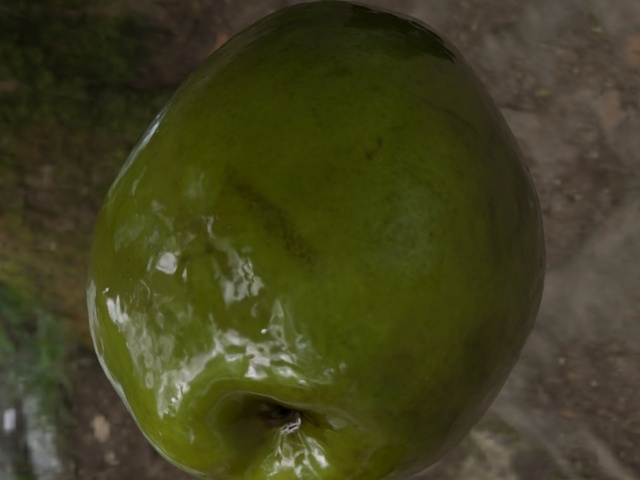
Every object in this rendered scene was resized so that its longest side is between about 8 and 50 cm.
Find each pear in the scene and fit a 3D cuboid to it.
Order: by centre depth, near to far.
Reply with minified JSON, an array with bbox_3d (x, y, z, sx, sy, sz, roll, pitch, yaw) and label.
[{"bbox_3d":[0.000,0.000,0.794,0.253,0.253,0.307,-44,22,31],"label":"pear"}]
